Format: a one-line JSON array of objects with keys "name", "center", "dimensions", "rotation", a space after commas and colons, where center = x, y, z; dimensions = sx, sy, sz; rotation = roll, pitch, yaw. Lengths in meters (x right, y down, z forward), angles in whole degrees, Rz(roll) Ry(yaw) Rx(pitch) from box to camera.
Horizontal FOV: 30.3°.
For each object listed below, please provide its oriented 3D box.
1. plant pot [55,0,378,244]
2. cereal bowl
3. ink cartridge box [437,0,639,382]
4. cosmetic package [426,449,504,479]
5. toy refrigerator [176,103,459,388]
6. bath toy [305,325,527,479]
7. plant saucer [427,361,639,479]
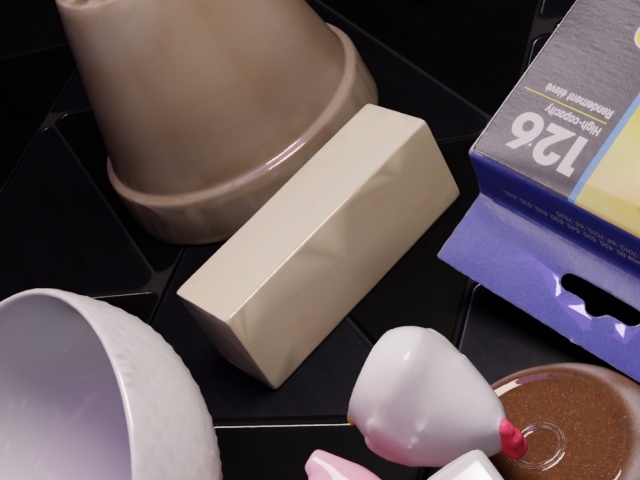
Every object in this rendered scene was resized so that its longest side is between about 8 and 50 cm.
[{"name": "plant pot", "center": [-0.134, -0.204, 1.292], "dimensions": [0.323, 0.280, 0.323], "rotation": [-17, 40, 15]}, {"name": "cereal bowl", "center": [-0.187, 0.213, 0.925], "dimensions": [0.339, 0.141, 0.339], "rotation": [-15, 69, 44]}, {"name": "ink cartridge box", "center": [0.272, -0.057, 0.916], "dimensions": [0.303, 0.072, 0.307], "rotation": [33, 85, 38]}, {"name": "cosmetic package", "center": [0.141, 0.315, 0.556], "dimensions": [0.156, 0.217, 0.385], "rotation": [-34, 43, 0]}, {"name": "toy refrigerator", "center": [0.000, 0.000, 1.120], "dimensions": [0.269, 0.102, 0.094], "rotation": [-46, 40, -18]}, {"name": "bath toy", "center": [0.029, 0.225, 0.809], "dimensions": [0.129, 0.151, 0.348], "rotation": [26, 68, 14]}, {"name": "plant saucer", "center": [0.167, 0.162, 0.883], "dimensions": [0.199, 0.036, 0.198], "rotation": [-19, 39, 16]}]
